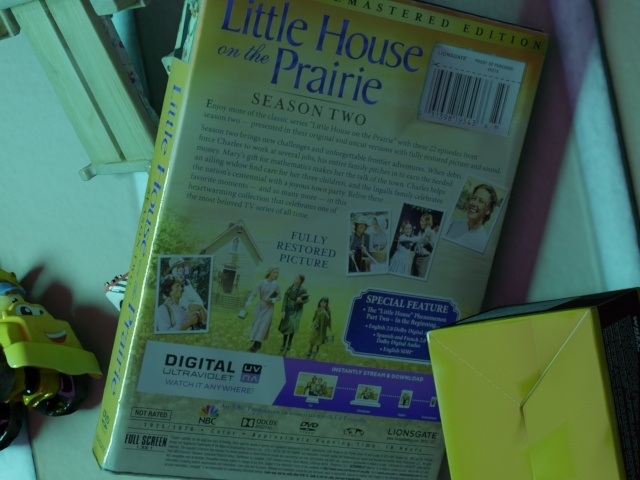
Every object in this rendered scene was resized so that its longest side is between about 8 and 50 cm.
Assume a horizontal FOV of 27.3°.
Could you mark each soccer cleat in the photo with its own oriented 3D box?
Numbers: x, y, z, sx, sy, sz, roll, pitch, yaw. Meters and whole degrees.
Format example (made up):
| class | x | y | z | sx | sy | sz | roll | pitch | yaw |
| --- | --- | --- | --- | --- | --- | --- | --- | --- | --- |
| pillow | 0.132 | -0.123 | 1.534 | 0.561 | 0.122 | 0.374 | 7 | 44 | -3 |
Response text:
| class | x | y | z | sx | sy | sz | roll | pitch | yaw |
| --- | --- | --- | --- | --- | --- | --- | --- | --- | --- |
| soccer cleat | -0.178 | 0.041 | 1.302 | 0.083 | 0.029 | 0.036 | -30 | 90 | 26 |

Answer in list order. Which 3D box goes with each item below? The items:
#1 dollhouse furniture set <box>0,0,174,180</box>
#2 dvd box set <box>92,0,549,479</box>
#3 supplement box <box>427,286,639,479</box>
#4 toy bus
| class | x | y | z | sx | sy | sz | roll | pitch | yaw |
| --- | --- | --- | --- | --- | --- | --- | --- | --- | --- |
| dollhouse furniture set | -0.133 | -0.138 | 1.256 | 0.355 | 0.174 | 0.303 | 2 | 122 | 51 |
| dvd box set | 0.000 | 0.000 | 1.094 | 0.062 | 0.307 | 0.421 | -147 | 67 | -64 |
| supplement box | 0.191 | 0.146 | 1.050 | 0.129 | 0.194 | 0.191 | -10 | 89 | 24 |
| toy bus | -0.354 | 0.096 | 1.336 | 0.220 | 0.149 | 0.212 | -27 | 67 | 21 |
